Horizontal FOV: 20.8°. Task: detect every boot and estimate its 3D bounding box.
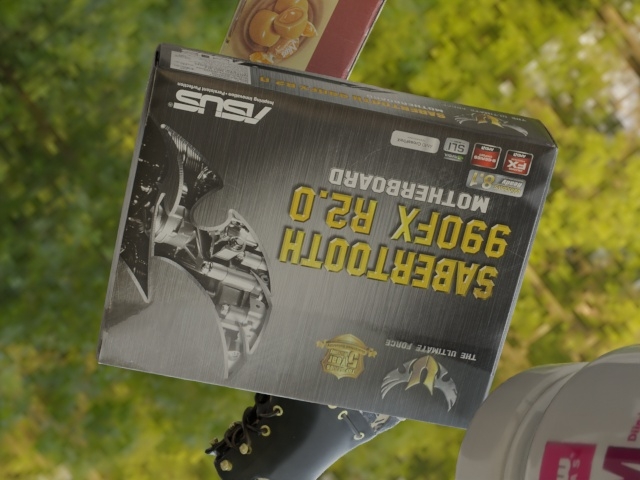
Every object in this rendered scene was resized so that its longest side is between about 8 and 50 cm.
[{"bbox_3d":[-0.043,0.138,1.534,0.178,0.236,0.085,-43,-144,13],"label":"boot"}]

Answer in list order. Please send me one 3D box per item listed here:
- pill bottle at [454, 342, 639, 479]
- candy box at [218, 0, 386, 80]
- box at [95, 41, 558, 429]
[{"bbox_3d":[0.199,0.127,0.828,0.160,0.160,0.283,-39,-164,-27],"label":"pill bottle"},{"bbox_3d":[0.019,-0.239,1.188,0.316,0.087,0.183,-76,-169,-54],"label":"candy box"},{"bbox_3d":[0.000,0.000,0.999,0.056,0.231,0.183,-99,-158,-69],"label":"box"}]
